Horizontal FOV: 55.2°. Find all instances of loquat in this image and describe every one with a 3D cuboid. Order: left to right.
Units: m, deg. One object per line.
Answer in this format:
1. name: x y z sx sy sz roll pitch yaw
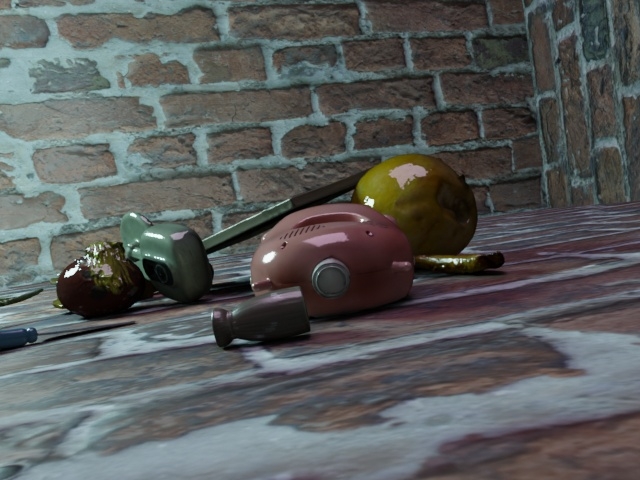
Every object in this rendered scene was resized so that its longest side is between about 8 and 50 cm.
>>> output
1. loquat: 0.170 -0.050 1.167 0.244 0.243 0.244 -8 2 0

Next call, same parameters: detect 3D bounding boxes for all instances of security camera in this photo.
1. security camera: -0.325 0.032 1.194 0.302 0.157 0.080 11 32 45

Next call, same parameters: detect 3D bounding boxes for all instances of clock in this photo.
1. clock: 0.014 0.025 0.839 0.227 0.142 0.241 -8 6 3

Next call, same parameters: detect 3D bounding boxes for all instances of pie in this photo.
1. pie: 0.237 0.040 1.000 0.088 0.033 0.191 9 -10 -34

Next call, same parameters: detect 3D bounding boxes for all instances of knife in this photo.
1. knife: -0.400 0.135 0.902 0.244 0.032 0.058 -4 -9 -36

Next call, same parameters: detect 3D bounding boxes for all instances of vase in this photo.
1. vase: -0.064 0.084 0.658 0.101 0.053 0.053 -12 2 -2

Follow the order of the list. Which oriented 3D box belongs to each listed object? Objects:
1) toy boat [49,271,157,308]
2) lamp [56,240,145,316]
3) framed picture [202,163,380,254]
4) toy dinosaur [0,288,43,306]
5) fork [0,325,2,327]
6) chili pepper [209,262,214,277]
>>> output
1. toy boat: -0.433 0.091 1.343 0.122 0.088 0.321 1 5 35
2. lamp: -0.406 0.070 1.135 0.157 0.134 0.156 -9 1 8
3. framed picture: -0.117 -0.042 1.298 0.446 0.028 0.326 -23 1 38
4. toy dinosaur: -0.761 0.155 1.100 0.301 0.087 0.447 -14 -4 31
5. fork: -0.591 0.163 0.899 0.039 0.021 0.235 -11 1 42
6. chili pepper: -0.288 0.078 1.426 0.073 0.070 0.123 -35 5 -1
